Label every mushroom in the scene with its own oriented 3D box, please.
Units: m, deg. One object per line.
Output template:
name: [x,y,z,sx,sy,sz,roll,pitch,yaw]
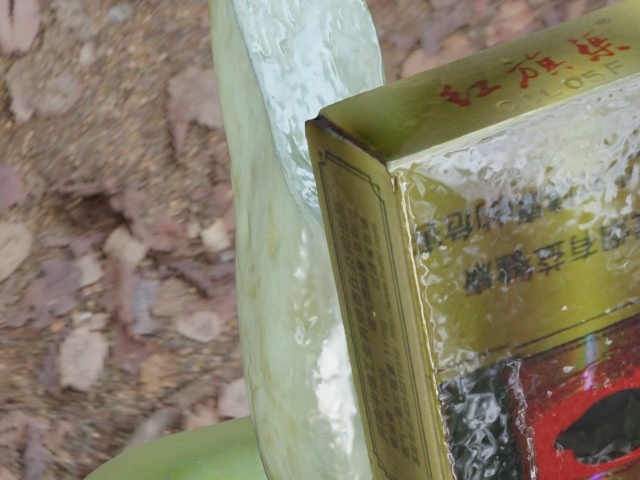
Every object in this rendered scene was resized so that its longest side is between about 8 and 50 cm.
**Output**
mushroom: [0.002,0.002,0.822,0.087,0.107,0.333,-15,114,-20]

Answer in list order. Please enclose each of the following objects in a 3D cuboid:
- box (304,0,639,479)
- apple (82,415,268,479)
box: [0.096,0.038,0.715,0.159,0.071,0.240,-21,121,-17]
apple: [-0.030,0.292,1.118,0.357,0.357,0.357,1,86,-15]
